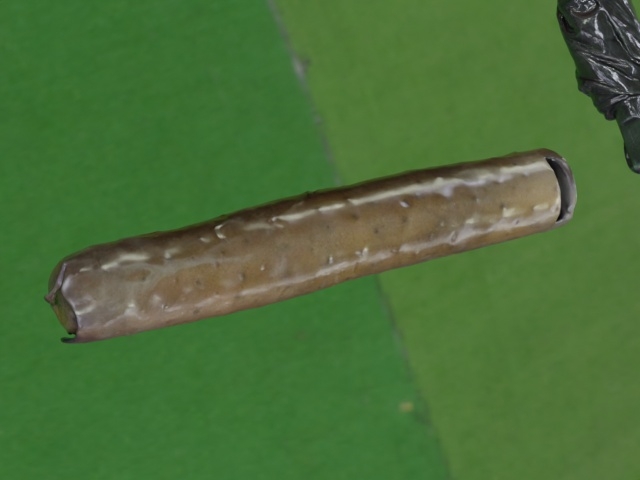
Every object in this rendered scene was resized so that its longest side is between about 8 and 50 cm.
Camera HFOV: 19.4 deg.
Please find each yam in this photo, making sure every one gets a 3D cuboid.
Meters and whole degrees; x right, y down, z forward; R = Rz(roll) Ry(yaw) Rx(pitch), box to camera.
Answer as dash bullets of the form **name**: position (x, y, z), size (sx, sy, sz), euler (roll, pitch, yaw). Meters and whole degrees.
- **yam**: position (0.000, 0.000, 0.834), size (0.264, 0.046, 0.046), euler (-13, 88, -28)

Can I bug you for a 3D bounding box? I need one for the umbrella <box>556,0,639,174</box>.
- **umbrella**: position (0.187, -0.156, 1.287), size (0.066, 0.059, 0.236), euler (-7, 76, -44)
